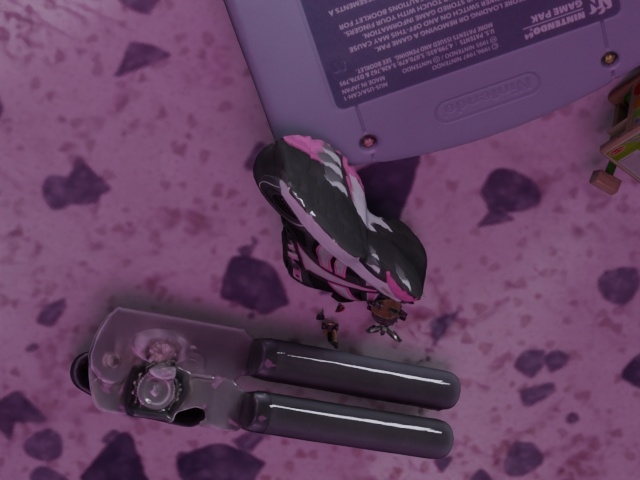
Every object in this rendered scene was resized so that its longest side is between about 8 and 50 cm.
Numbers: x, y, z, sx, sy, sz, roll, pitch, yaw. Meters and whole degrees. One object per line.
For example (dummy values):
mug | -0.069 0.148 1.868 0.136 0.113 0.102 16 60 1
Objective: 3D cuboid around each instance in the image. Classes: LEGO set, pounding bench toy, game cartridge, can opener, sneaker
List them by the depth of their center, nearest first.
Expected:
game cartridge | 0.091 -0.158 1.064 0.294 0.060 0.196 -19 122 1
sneaker | 0.000 0.000 1.101 0.077 0.072 0.178 -16 139 27
pounding bench toy | 0.225 -0.076 1.134 0.052 0.065 0.083 33 138 -21
can opener | -0.040 0.108 1.190 0.283 0.095 0.076 12 81 -20
LEGO set | 0.039 0.050 1.192 0.083 0.023 0.054 -5 115 10
